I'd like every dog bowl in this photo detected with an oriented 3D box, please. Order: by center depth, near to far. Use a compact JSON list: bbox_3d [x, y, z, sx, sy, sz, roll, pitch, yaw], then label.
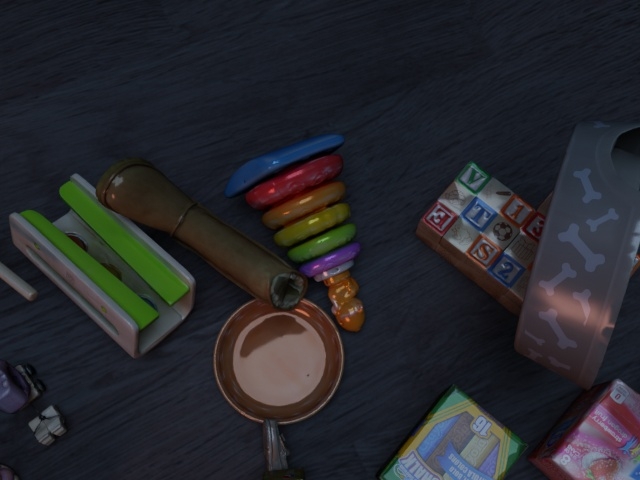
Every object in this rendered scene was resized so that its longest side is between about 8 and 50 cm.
[{"bbox_3d":[0.335,0.008,0.935,0.102,0.349,0.349,16,74,18],"label":"dog bowl"}]

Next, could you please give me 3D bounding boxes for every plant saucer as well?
[{"bbox_3d":[-0.063,0.181,1.128,0.200,0.037,0.200,0,74,0],"label":"plant saucer"}]

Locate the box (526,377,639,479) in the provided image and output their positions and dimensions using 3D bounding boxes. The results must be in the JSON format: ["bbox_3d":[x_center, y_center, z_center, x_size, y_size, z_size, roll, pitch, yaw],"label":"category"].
[{"bbox_3d":[0.460,0.352,1.013,0.300,0.142,0.154,41,78,12],"label":"box"}]

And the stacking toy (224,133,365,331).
[{"bbox_3d":[0.000,0.000,1.133,0.165,0.175,0.302,-25,90,-36],"label":"stacking toy"}]

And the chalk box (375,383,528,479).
[{"bbox_3d":[0.162,0.329,1.031,0.132,0.132,0.213,40,77,11],"label":"chalk box"}]

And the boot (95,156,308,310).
[{"bbox_3d":[-0.163,-0.007,1.069,0.269,0.236,0.089,34,94,22],"label":"boot"}]

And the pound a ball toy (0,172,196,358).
[{"bbox_3d":[-0.375,0.051,1.108,0.319,0.136,0.208,39,55,13],"label":"pound a ball toy"}]

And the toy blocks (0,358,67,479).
[{"bbox_3d":[-0.496,0.343,0.970,0.309,0.260,0.288,-37,76,-9],"label":"toy blocks"}]

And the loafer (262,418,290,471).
[{"bbox_3d":[-0.061,0.319,1.076,0.039,0.045,0.125,-5,95,-17],"label":"loafer"}]

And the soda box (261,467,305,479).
[{"bbox_3d":[-0.044,0.415,1.022,0.061,0.058,0.181,-6,89,0],"label":"soda box"}]

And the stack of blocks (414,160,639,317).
[{"bbox_3d":[0.318,0.009,1.147,0.297,0.087,0.171,39,78,11],"label":"stack of blocks"}]
